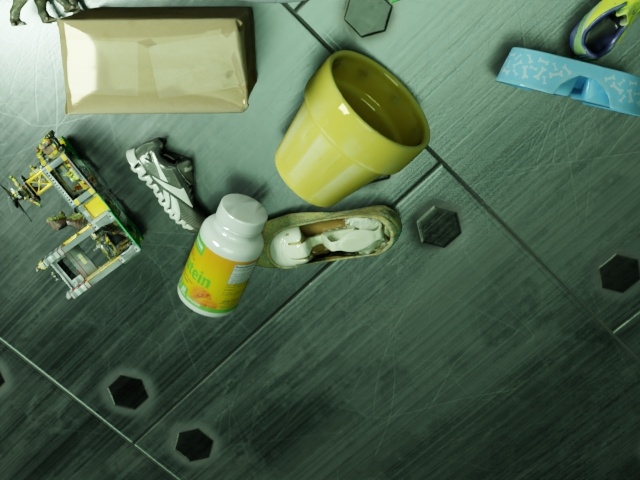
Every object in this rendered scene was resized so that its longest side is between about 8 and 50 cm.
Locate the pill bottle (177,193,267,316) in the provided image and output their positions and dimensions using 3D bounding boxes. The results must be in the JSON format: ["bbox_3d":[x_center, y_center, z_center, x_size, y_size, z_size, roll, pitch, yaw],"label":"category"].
[{"bbox_3d":[-0.199,0.029,1.906,0.136,0.136,0.246,22,122,-8],"label":"pill bottle"}]

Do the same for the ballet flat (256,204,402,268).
[{"bbox_3d":[0.000,0.000,1.926,0.348,0.123,0.123,-10,112,5],"label":"ballet flat"}]

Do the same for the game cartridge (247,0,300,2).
[{"bbox_3d":[-0.149,-0.555,1.717,0.297,0.062,0.198,14,116,2],"label":"game cartridge"}]

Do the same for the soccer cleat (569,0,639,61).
[{"bbox_3d":[0.588,-0.457,1.725,0.093,0.121,0.289,35,108,-12],"label":"soccer cleat"}]

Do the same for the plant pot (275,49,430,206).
[{"bbox_3d":[0.044,-0.198,1.786,0.254,0.254,0.239,36,124,-13],"label":"plant pot"}]

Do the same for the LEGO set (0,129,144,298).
[{"bbox_3d":[-0.514,-0.037,1.843,0.192,0.255,0.331,-36,116,-3],"label":"LEGO set"}]

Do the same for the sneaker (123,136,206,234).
[{"bbox_3d":[-0.295,-0.117,1.900,0.106,0.078,0.234,-34,106,16],"label":"sneaker"}]

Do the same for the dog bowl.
[{"bbox_3d":[0.491,-0.308,1.773,0.297,0.166,0.074,12,101,-4],"label":"dog bowl"}]

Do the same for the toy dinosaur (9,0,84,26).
[{"bbox_3d":[-0.532,-0.499,1.743,0.313,0.121,0.160,-10,96,15],"label":"toy dinosaur"}]

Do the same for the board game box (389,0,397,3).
[{"bbox_3d":[0.184,-0.629,1.700,0.213,0.046,0.317,-16,112,8],"label":"board game box"}]

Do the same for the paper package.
[{"bbox_3d":[-0.285,-0.337,1.684,0.324,0.309,0.168,-1,108,0],"label":"paper package"}]
